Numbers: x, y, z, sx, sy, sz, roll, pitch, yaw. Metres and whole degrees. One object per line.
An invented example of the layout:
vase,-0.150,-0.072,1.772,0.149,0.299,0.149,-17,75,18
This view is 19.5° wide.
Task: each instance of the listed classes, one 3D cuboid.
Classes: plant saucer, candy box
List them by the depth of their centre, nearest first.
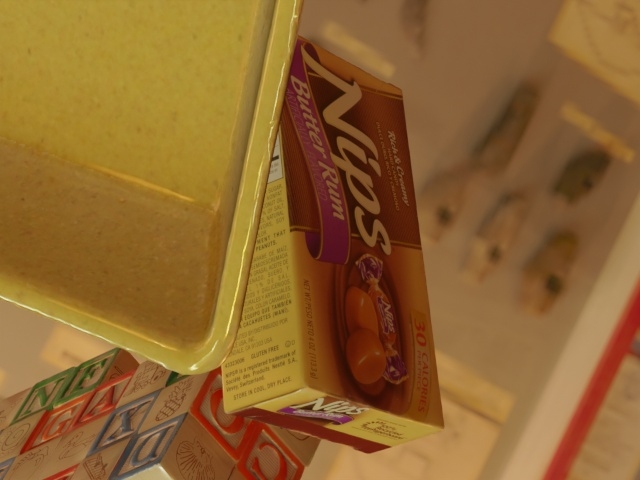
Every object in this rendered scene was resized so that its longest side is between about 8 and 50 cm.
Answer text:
plant saucer,-0.131,-0.156,0.756,0.333,0.333,0.081,20,-162,23
candy box,0.000,0.000,0.897,0.053,0.186,0.109,-20,152,34

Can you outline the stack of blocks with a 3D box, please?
stack of blocks,-0.140,0.151,1.124,0.297,0.171,0.087,-27,113,35
